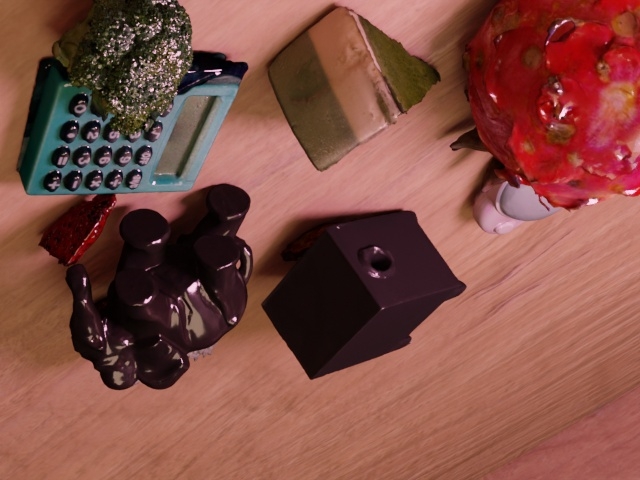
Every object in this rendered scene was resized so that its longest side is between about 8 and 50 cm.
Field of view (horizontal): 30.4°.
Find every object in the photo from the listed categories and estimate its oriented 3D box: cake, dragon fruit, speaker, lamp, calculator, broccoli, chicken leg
[{"bbox_3d":[0.054,-0.233,1.663,0.158,0.172,0.283,-32,-176,25],"label":"cake"},{"bbox_3d":[-0.333,-0.016,1.697,0.131,0.097,0.063,-52,134,3],"label":"dragon fruit"},{"bbox_3d":[0.077,0.085,2.027,0.254,0.184,0.232,-13,152,-46],"label":"speaker"},{"bbox_3d":[0.372,-0.090,2.079,0.180,0.107,0.246,7,139,-37],"label":"lamp"},{"bbox_3d":[0.401,-0.203,1.683,0.371,0.249,0.386,18,115,-21],"label":"dragon fruit"},{"bbox_3d":[-0.253,-0.149,1.556,0.274,0.058,0.248,-4,144,-31],"label":"calculator"},{"bbox_3d":[-0.223,-0.219,1.375,0.156,0.195,0.195,-1,165,33],"label":"broccoli"},{"bbox_3d":[-0.001,-0.002,2.009,0.145,0.037,0.062,-30,156,-1],"label":"chicken leg"}]

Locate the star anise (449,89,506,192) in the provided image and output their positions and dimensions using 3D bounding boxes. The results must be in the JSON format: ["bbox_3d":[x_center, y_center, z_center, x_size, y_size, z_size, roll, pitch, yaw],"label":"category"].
[{"bbox_3d":[0.346,-0.176,1.886,0.288,0.088,0.288,3,129,3],"label":"star anise"}]

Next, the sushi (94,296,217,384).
[{"bbox_3d":[-0.279,0.150,1.955,0.225,0.126,0.136,-16,149,-19],"label":"sushi"}]

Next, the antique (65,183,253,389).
[{"bbox_3d":[-0.232,0.085,1.783,0.322,0.185,0.255,-22,149,-30],"label":"antique"}]
